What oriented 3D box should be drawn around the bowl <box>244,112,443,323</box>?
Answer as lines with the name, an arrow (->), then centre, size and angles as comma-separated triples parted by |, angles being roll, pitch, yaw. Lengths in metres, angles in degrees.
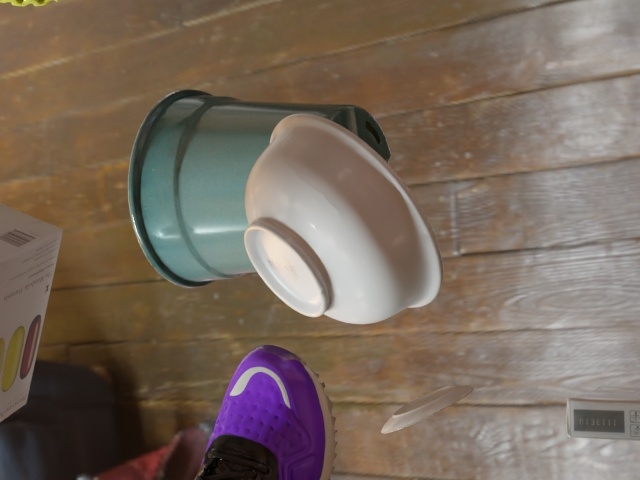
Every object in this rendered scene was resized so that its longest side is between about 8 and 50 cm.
bowl -> 0.000, 0.000, 1.485 | 0.298, 0.134, 0.298 | 38, 153, 24

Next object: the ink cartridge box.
ink cartridge box -> 0.511, 0.248, 1.710 | 0.275, 0.239, 0.060 | -1, 86, 23

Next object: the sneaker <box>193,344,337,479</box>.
sneaker -> -0.072, 0.239, 1.019 | 0.102, 0.146, 0.294 | 13, 97, 26

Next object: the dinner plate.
dinner plate -> 0.143, 0.224, 1.617 | 0.141, 0.141, 0.017 | -27, 89, 38

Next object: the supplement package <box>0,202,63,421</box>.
supplement package -> -0.409, 0.089, 1.379 | 0.133, 0.139, 0.244 | 22, 113, 13

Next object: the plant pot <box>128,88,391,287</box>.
plant pot -> -0.079, -0.090, 1.965 | 0.334, 0.341, 0.341 | -1, 92, 33

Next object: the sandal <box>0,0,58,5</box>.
sandal -> -0.228, -0.329, 1.262 | 0.138, 0.317, 0.126 | 175, 81, -69
